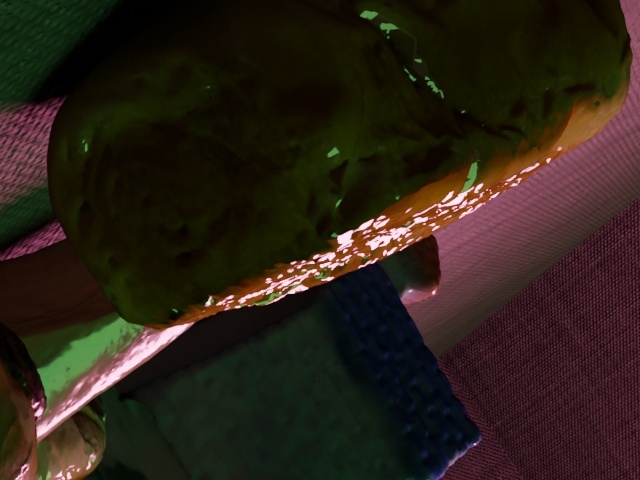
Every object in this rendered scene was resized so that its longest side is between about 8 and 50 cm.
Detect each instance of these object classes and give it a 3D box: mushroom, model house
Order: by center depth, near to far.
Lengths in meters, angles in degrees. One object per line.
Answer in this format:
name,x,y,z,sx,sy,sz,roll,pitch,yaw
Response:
mushroom,-0.186,0.076,0.975,0.333,0.087,0.107,-38,136,-9
model house,-0.014,0.141,1.522,0.329,0.251,0.295,-36,178,-26

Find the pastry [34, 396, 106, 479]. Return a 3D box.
pastry,-0.219,0.152,1.303,0.166,0.088,0.166,-33,173,-4

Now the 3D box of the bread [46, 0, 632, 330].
bread,0.022,-0.062,0.864,0.167,0.132,0.294,-40,171,37

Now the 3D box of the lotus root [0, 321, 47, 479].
lotus root,-0.248,0.124,0.833,0.278,0.154,0.154,-29,171,-12
